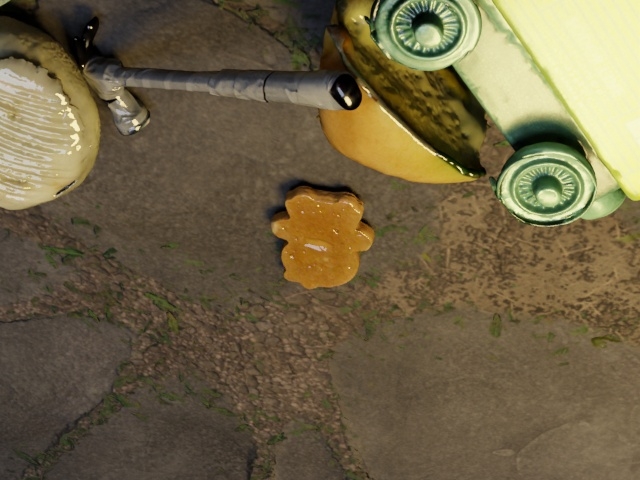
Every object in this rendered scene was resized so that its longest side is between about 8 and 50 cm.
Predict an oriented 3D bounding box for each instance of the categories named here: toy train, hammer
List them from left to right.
[{"bbox_3d":[-0.116,-0.165,1.342,0.427,0.044,0.152,11,143,41],"label":"hammer"},{"bbox_3d":[0.242,-0.204,1.241,0.272,0.179,0.442,-25,124,27],"label":"toy train"}]

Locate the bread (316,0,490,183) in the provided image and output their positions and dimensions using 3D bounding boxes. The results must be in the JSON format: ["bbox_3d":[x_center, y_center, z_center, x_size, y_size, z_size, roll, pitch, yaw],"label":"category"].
[{"bbox_3d":[0.061,-0.156,1.338,0.133,0.174,0.252,-24,130,37],"label":"bread"}]

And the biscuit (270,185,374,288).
[{"bbox_3d":[0.005,-0.003,1.610,0.133,0.027,0.184,0,137,13],"label":"biscuit"}]

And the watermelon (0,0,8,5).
[{"bbox_3d":[-0.399,-0.332,1.163,0.232,0.193,0.310,0,137,54],"label":"watermelon"}]

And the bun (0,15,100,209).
[{"bbox_3d":[-0.373,-0.149,1.466,0.239,0.141,0.239,3,127,4],"label":"bun"}]
